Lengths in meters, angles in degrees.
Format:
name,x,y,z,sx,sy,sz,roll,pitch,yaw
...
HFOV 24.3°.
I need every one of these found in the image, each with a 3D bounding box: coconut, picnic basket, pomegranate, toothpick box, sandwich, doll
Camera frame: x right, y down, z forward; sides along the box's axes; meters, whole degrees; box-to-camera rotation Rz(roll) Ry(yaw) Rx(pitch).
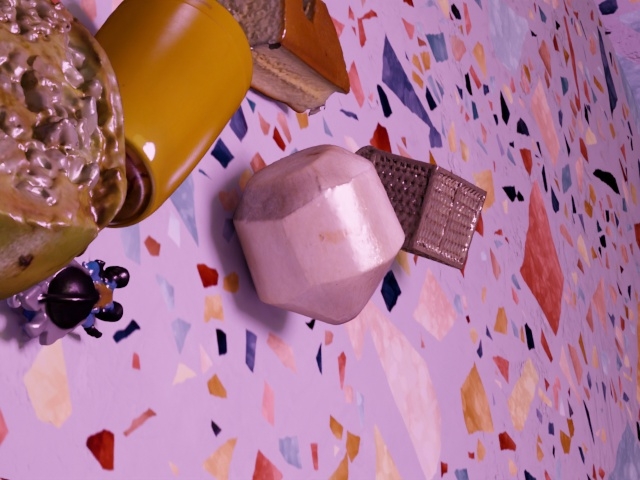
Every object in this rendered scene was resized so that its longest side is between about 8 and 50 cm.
name,x,y,z,sx,sy,sz,roll,pitch,yaw
coconut,0.000,0.000,1.872,0.222,0.202,0.202,68,27,-15
picnic basket,0.130,-0.050,2.209,0.196,0.154,0.134,19,87,-61
pomegranate,-0.343,-0.091,1.229,0.358,0.216,0.310,36,39,-12
toothpick box,-0.192,-0.137,1.576,0.175,0.175,0.271,62,33,-29
sandwich,-0.053,-0.261,1.978,0.236,0.122,0.128,28,58,-61
doll,-0.252,0.055,1.480,0.195,0.070,0.096,2,94,-68

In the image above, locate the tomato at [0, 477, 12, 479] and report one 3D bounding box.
name,x,y,z,sx,sy,sz,roll,pitch,yaw
tomato,-0.275,0.303,1.184,0.232,0.188,0.232,-23,90,-77
